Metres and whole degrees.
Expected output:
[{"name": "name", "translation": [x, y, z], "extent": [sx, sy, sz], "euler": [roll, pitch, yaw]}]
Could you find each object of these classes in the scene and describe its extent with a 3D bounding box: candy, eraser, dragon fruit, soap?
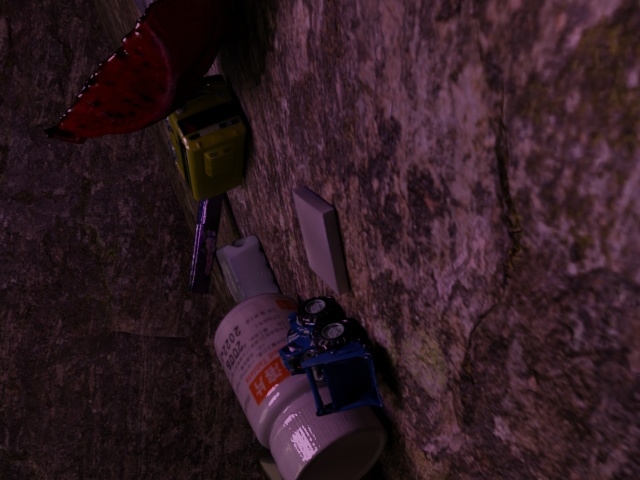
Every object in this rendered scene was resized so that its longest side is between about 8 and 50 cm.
[{"name": "candy", "translation": [-0.325, -0.003, 1.350], "extent": [0.088, 0.061, 0.312], "euler": [-166, 84, -69]}, {"name": "eraser", "translation": [0.000, 0.000, 0.731], "extent": [0.104, 0.023, 0.150], "euler": [41, 149, 51]}, {"name": "dragon fruit", "translation": [-0.220, -0.255, 0.704], "extent": [0.344, 0.282, 0.100], "euler": [-22, 117, 43]}, {"name": "soap", "translation": [-0.211, 0.085, 1.305], "extent": [0.172, 0.095, 0.289], "euler": [68, 162, -5]}]

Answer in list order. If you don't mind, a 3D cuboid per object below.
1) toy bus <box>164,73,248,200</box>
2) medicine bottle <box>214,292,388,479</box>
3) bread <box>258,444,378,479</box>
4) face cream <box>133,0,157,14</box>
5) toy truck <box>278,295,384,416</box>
[{"name": "toy bus", "translation": [-0.226, -0.193, 0.954], "extent": [0.150, 0.128, 0.262], "euler": [63, 162, 10]}, {"name": "medicine bottle", "translation": [-0.052, 0.287, 0.935], "extent": [0.371, 0.211, 0.211], "euler": [46, 153, 45]}, {"name": "bread", "translation": [0.021, 0.548, 1.051], "extent": [0.376, 0.209, 0.251], "euler": [66, -164, 4]}, {"name": "face cream", "translation": [-0.342, -0.517, 0.944], "extent": [0.336, 0.080, 0.163], "euler": [51, 157, 39]}, {"name": "toy truck", "translation": [0.010, 0.190, 0.774], "extent": [0.208, 0.126, 0.113], "euler": [34, 143, 57]}]
